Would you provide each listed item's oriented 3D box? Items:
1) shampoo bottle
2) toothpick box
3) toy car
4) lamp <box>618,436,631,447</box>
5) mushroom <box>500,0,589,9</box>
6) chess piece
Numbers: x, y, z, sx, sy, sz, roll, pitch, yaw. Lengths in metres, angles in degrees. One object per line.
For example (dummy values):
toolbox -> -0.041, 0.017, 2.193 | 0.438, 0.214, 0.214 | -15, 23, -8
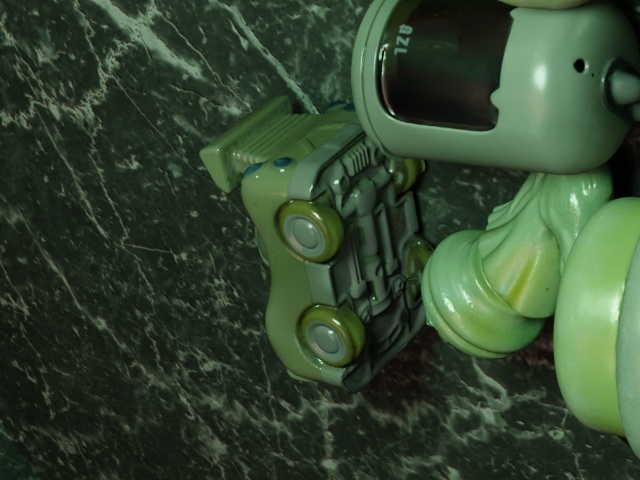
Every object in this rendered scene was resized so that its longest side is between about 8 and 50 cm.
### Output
shampoo bottle -> 0.429, 0.097, 1.666 | 0.317, 0.322, 0.322 | 11, 128, 31
toothpick box -> 0.220, -0.177, 1.745 | 0.316, 0.229, 0.229 | 10, 128, 36
toy car -> 0.000, 0.000, 2.057 | 0.226, 0.242, 0.336 | 12, 128, 34
lamp -> 0.444, 0.240, 1.906 | 0.227, 0.172, 0.147 | 40, 112, 5
mushroom -> 0.224, -0.321, 1.619 | 0.206, 0.206, 0.209 | 36, 145, 16
chess piece -> 0.259, 0.008, 1.885 | 0.176, 0.176, 0.298 | 45, 137, 5
